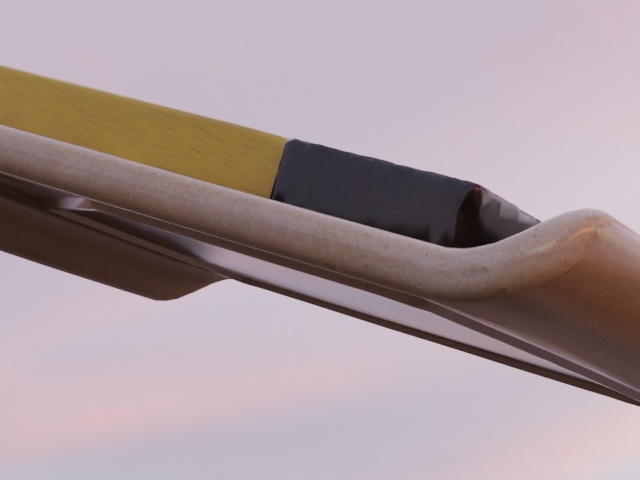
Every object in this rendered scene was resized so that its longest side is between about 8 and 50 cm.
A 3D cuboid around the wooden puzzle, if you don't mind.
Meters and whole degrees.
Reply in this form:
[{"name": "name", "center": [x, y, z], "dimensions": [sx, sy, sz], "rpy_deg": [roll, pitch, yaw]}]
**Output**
[{"name": "wooden puzzle", "center": [0.000, 0.000, 0.462], "dimensions": [0.239, 0.044, 0.221], "rpy_deg": [10, -7, 31]}]
